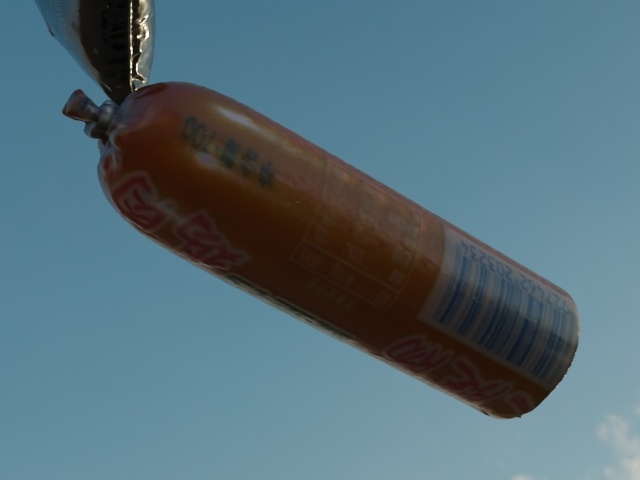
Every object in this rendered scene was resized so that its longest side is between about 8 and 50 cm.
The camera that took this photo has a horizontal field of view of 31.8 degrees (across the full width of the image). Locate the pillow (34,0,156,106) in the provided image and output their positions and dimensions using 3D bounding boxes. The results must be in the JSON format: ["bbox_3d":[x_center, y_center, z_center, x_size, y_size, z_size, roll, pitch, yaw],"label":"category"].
[{"bbox_3d":[-0.157,-0.181,0.719,0.055,0.208,0.141,-19,-44,-22],"label":"pillow"}]

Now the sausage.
[{"bbox_3d":[0.000,0.000,0.622,0.312,0.093,0.093,28,-44,-23],"label":"sausage"}]
